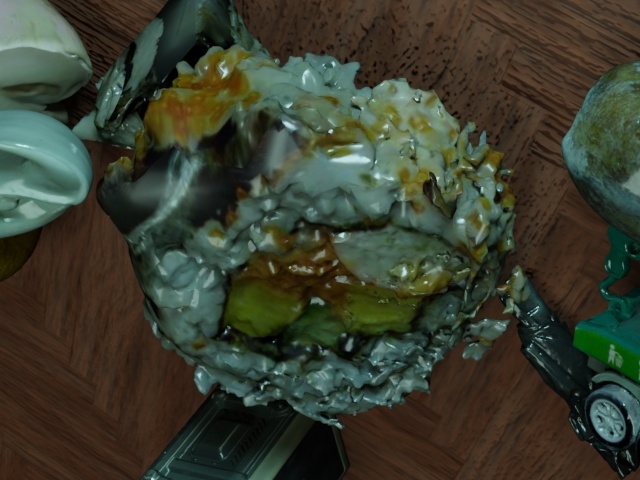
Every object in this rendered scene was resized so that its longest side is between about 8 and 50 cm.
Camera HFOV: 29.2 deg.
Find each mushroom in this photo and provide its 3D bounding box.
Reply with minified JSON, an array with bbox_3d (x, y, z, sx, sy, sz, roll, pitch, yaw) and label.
[{"bbox_3d":[-0.339,-0.227,1.337,0.162,0.173,0.236,-18,162,5],"label":"mushroom"}]

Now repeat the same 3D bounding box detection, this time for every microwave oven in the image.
[{"bbox_3d":[-0.107,0.297,1.500,0.193,0.240,0.145,8,129,30],"label":"microwave oven"}]

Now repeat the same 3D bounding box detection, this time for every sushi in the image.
[{"bbox_3d":[-0.151,-0.148,1.267,0.109,0.134,0.273,28,136,-26],"label":"sushi"},{"bbox_3d":[0.002,0.003,1.169,0.417,0.176,0.418,5,135,5],"label":"sushi"}]

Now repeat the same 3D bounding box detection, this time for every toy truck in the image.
[{"bbox_3d":[0.370,0.127,1.023,0.363,0.176,0.178,34,133,41],"label":"toy truck"}]

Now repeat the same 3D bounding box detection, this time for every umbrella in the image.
[{"bbox_3d":[0.252,0.136,1.249,0.236,0.059,0.066,54,178,-9],"label":"umbrella"}]

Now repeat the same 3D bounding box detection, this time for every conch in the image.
[{"bbox_3d":[-0.334,-0.077,1.293,0.221,0.185,0.121,-19,79,37],"label":"conch"}]

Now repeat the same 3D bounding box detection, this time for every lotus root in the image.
[{"bbox_3d":[0.350,-0.038,0.977,0.322,0.140,0.158,23,134,15],"label":"lotus root"}]

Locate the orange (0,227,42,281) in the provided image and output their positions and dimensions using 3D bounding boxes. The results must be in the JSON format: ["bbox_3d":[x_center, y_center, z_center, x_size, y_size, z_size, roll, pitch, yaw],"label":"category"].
[{"bbox_3d":[-0.449,-0.043,1.484,0.236,0.236,0.236,19,133,22],"label":"orange"}]
